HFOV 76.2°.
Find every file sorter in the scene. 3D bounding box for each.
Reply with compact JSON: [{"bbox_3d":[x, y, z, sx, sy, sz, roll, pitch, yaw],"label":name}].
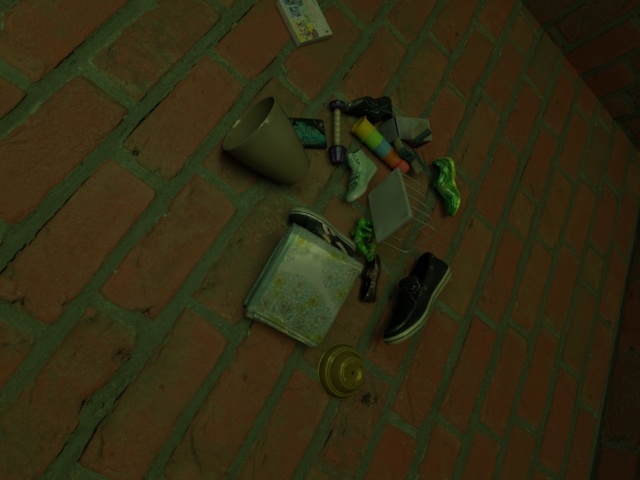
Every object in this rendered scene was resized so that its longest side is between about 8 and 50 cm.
[{"bbox_3d":[0.338,-0.120,1.707,0.172,0.193,0.278,23,44,-29],"label":"file sorter"}]

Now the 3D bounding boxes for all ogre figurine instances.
[{"bbox_3d":[0.192,-0.021,1.715,0.118,0.096,0.197,36,72,-27],"label":"ogre figurine"}]

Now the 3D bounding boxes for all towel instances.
[{"bbox_3d":[-0.063,0.171,1.488,0.320,0.090,0.375,32,85,-19],"label":"towel"}]

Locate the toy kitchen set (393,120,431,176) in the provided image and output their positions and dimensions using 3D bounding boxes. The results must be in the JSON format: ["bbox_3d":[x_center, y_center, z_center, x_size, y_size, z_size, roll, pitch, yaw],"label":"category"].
[{"bbox_3d":[0.451,-0.408,1.830,0.207,0.166,0.122,16,46,-53],"label":"toy kitchen set"}]

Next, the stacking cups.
[{"bbox_3d":[0.281,-0.424,1.846,0.316,0.096,0.096,37,65,-20],"label":"stacking cups"}]

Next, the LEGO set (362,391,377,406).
[{"bbox_3d":[0.194,0.636,1.635,0.083,0.023,0.054,36,67,-33],"label":"LEGO set"}]

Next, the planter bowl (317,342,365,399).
[{"bbox_3d":[0.104,0.504,1.567,0.216,0.090,0.218,6,77,-28],"label":"planter bowl"}]

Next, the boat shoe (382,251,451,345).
[{"bbox_3d":[0.389,0.236,1.731,0.156,0.186,0.500,48,57,-7],"label":"boat shoe"}]

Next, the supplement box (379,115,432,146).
[{"bbox_3d":[0.401,-0.504,1.913,0.219,0.111,0.114,-7,84,-29],"label":"supplement box"}]

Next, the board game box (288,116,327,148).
[{"bbox_3d":[-0.064,-0.444,1.693,0.186,0.026,0.126,-6,84,-30],"label":"board game box"}]

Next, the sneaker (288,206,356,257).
[{"bbox_3d":[0.000,0.000,1.586,0.321,0.126,0.128,34,60,-21],"label":"sneaker"}]

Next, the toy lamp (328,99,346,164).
[{"bbox_3d":[0.073,-0.459,1.742,0.080,0.080,0.275,7,78,-28],"label":"toy lamp"}]

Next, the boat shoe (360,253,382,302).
[{"bbox_3d":[0.207,0.154,1.701,0.073,0.073,0.207,13,74,-28],"label":"boat shoe"}]

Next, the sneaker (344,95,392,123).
[{"bbox_3d":[0.228,-0.586,1.840,0.267,0.101,0.106,-15,90,-30],"label":"sneaker"}]

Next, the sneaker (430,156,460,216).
[{"bbox_3d":[0.601,-0.258,1.997,0.123,0.109,0.296,-8,85,-8],"label":"sneaker"}]

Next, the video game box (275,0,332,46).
[{"bbox_3d":[-0.070,-0.962,1.778,0.187,0.048,0.205,-30,95,-32],"label":"video game box"}]

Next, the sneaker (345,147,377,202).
[{"bbox_3d":[0.136,-0.280,1.731,0.151,0.094,0.256,45,53,-21],"label":"sneaker"}]

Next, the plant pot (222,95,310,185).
[{"bbox_3d":[-0.171,-0.339,1.509,0.274,0.256,0.257,42,62,-34],"label":"plant pot"}]
